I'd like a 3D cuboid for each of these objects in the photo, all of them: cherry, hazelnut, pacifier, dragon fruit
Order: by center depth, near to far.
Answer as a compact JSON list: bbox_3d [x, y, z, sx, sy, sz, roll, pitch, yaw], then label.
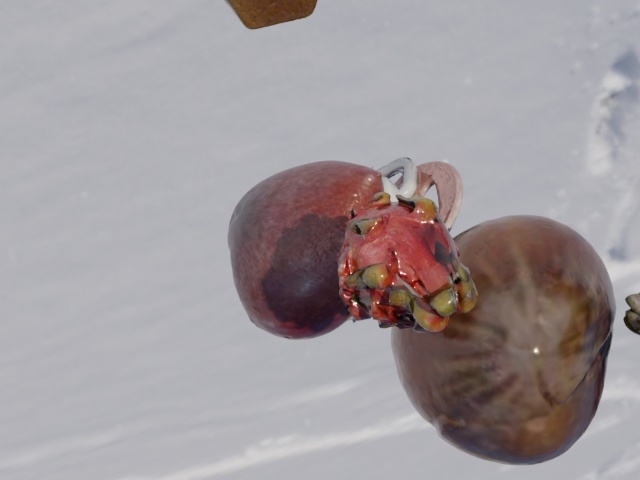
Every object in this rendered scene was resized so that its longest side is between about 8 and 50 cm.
[{"bbox_3d":[0.090,0.031,1.416,0.133,0.208,0.150,29,100,-29],"label":"dragon fruit"},{"bbox_3d":[-0.003,0.009,1.801,0.239,0.239,0.206,-23,123,3],"label":"cherry"},{"bbox_3d":[0.259,0.140,1.914,0.315,0.372,0.372,-7,159,-3],"label":"hazelnut"},{"bbox_3d":[0.111,0.014,2.167,0.332,0.273,0.220,-39,173,23],"label":"pacifier"}]

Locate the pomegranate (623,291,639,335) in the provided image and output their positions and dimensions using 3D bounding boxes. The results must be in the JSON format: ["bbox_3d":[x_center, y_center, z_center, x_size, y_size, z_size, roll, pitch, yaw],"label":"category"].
[{"bbox_3d":[0.494,0.133,1.760,0.179,0.179,0.210,-11,-173,-27],"label":"pomegranate"}]

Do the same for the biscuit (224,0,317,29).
[{"bbox_3d":[-0.036,-0.342,1.522,0.215,0.034,0.182,-36,120,14],"label":"biscuit"}]
